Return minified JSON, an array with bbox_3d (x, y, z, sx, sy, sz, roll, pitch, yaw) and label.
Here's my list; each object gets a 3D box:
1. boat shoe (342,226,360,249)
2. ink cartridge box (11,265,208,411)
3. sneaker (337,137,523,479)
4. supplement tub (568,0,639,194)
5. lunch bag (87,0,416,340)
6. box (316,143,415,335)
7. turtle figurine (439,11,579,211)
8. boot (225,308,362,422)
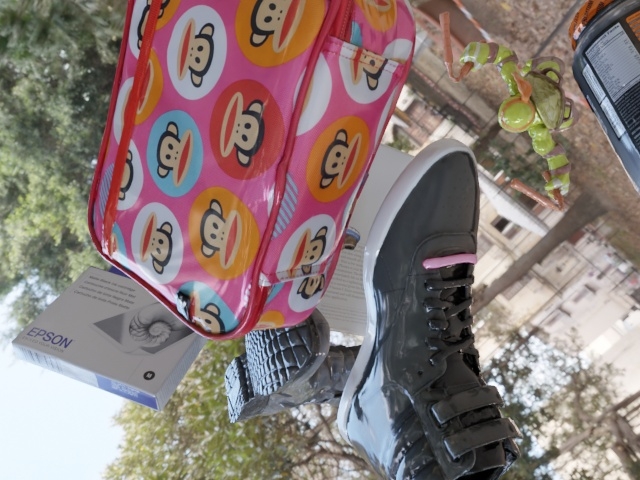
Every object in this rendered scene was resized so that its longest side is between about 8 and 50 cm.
[{"bbox_3d":[0.000,0.000,0.809,0.066,0.066,0.183,8,174,35],"label":"boat shoe"},{"bbox_3d":[-0.266,0.109,0.743,0.223,0.045,0.224,15,-140,12],"label":"ink cartridge box"},{"bbox_3d":[0.101,0.080,0.397,0.105,0.295,0.147,-1,-157,-30],"label":"sneaker"},{"bbox_3d":[0.309,-0.141,0.471,0.117,0.117,0.190,17,-128,-47],"label":"supplement tub"},{"bbox_3d":[-0.084,-0.094,0.427,0.258,0.293,0.120,29,-161,33],"label":"lunch bag"},{"bbox_3d":[0.036,-0.012,1.014,0.168,0.345,0.215,15,179,-31],"label":"box"},{"bbox_3d":[0.261,-0.181,0.647,0.269,0.087,0.217,57,-139,0],"label":"turtle figurine"},{"bbox_3d":[0.001,0.172,0.762,0.223,0.338,0.118,1,-117,-24],"label":"boot"}]
